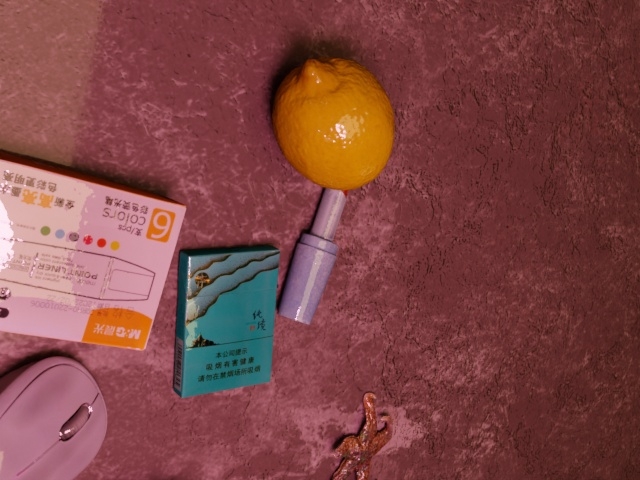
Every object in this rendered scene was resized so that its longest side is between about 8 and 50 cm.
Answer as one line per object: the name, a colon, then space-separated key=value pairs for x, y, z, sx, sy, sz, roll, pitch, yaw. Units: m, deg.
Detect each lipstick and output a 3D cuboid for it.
lipstick: x=0.000 y=0.000 z=1.258 sx=0.068 sy=0.061 sz=0.274 roll=22 pitch=84 yaw=-35

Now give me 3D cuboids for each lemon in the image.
lemon: x=0.022 y=-0.174 z=1.150 sx=0.187 sy=0.187 sz=0.244 roll=-43 pitch=137 yaw=-19

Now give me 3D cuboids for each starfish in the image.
starfish: x=0.072 y=0.387 z=1.431 sx=0.150 sy=0.053 sz=0.209 roll=7 pitch=94 yaw=-49

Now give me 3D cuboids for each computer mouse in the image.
computer mouse: x=-0.416 y=0.280 z=1.003 sx=0.297 sy=0.121 sz=0.184 roll=-25 pitch=114 yaw=-26

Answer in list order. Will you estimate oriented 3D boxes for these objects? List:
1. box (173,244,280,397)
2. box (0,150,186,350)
box: x=-0.147 y=0.124 z=1.198 sx=0.161 sy=0.042 sz=0.226 roll=-3 pitch=105 yaw=-36
box: x=-0.334 y=0.017 z=1.007 sx=0.274 sy=0.091 sz=0.220 roll=12 pitch=96 yaw=-36
